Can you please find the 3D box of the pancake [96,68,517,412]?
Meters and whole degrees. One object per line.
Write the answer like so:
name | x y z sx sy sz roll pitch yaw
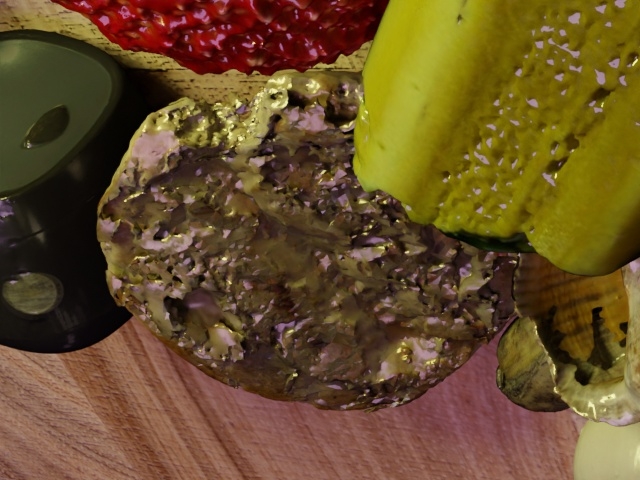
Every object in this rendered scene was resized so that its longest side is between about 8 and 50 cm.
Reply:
pancake | 0.000 0.001 1.600 0.382 0.071 0.382 2 135 2

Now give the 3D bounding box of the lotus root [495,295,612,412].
lotus root | 0.203 0.090 1.628 0.080 0.089 0.179 2 152 -26

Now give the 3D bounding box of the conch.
conch | 0.238 0.041 1.478 0.245 0.178 0.163 63 -172 5

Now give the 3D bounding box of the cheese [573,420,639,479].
cheese | 0.307 0.198 1.604 0.189 0.154 0.198 37 152 -31

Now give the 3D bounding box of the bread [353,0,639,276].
bread | 0.180 -0.151 1.236 0.251 0.208 0.376 29 146 4

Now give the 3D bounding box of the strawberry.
strawberry | -0.064 -0.224 1.324 0.261 0.257 0.261 25 138 24

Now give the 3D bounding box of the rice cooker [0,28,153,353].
rice cooker | -0.255 -0.039 1.723 0.267 0.267 0.224 14 144 28
